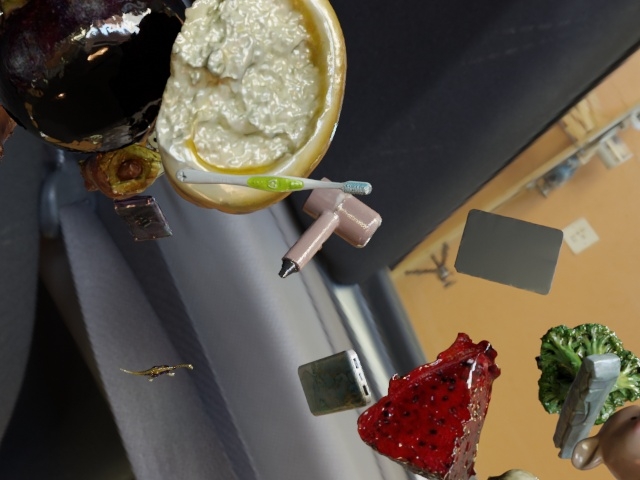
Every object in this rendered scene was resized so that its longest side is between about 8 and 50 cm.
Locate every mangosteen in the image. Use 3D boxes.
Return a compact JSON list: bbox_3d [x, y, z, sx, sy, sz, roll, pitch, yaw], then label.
[{"bbox_3d":[-0.434,-0.365,1.371,0.382,0.435,0.382,-43,179,-1],"label":"mangosteen"}]

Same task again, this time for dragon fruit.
[{"bbox_3d":[0.257,0.373,1.721,0.329,0.228,0.286,-68,152,-16],"label":"dragon fruit"}]

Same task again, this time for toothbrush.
[{"bbox_3d":[-0.064,-0.075,0.974,0.262,0.022,0.026,6,-164,17],"label":"toothbrush"}]

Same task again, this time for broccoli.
[{"bbox_3d":[0.656,0.329,1.840,0.269,0.254,0.269,-7,-176,0],"label":"broccoli"}]

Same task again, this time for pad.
[{"bbox_3d":[0.305,0.017,1.240,0.003,0.157,0.112,55,52,-74],"label":"pad"}]

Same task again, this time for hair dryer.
[{"bbox_3d":[0.000,0.000,1.858,0.344,0.189,0.107,-50,174,-43],"label":"hair dryer"}]

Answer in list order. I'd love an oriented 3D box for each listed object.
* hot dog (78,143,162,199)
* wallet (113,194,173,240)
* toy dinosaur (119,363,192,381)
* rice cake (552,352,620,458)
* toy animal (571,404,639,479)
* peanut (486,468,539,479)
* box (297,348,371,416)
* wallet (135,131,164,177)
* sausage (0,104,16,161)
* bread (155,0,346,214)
[{"bbox_3d":[-0.428,-0.135,1.590,0.261,0.123,0.093,-15,-140,47],"label":"hot dog"},{"bbox_3d":[-0.465,-0.060,2.016,0.111,0.030,0.166,-7,143,6],"label":"wallet"},{"bbox_3d":[-0.418,0.336,1.957,0.180,0.037,0.058,-10,148,-11],"label":"toy dinosaur"},{"bbox_3d":[0.540,0.338,1.568,0.066,0.063,0.336,-10,135,-8],"label":"rice cake"},{"bbox_3d":[0.601,0.378,1.314,0.195,0.256,0.213,-1,122,-27],"label":"toy animal"},{"bbox_3d":[0.335,0.498,1.313,0.129,0.224,0.129,-11,-168,2],"label":"peanut"},{"bbox_3d":[0.031,0.365,1.938,0.044,0.142,0.285,-12,169,-31],"label":"box"},{"bbox_3d":[-0.425,-0.237,1.900,0.110,0.155,0.039,-32,-178,3],"label":"wallet"},{"bbox_3d":[-0.651,-0.236,1.538,0.078,0.078,0.304,-36,-148,17],"label":"sausage"},{"bbox_3d":[-0.144,-0.257,1.296,0.329,0.424,0.245,22,169,-37],"label":"bread"}]
